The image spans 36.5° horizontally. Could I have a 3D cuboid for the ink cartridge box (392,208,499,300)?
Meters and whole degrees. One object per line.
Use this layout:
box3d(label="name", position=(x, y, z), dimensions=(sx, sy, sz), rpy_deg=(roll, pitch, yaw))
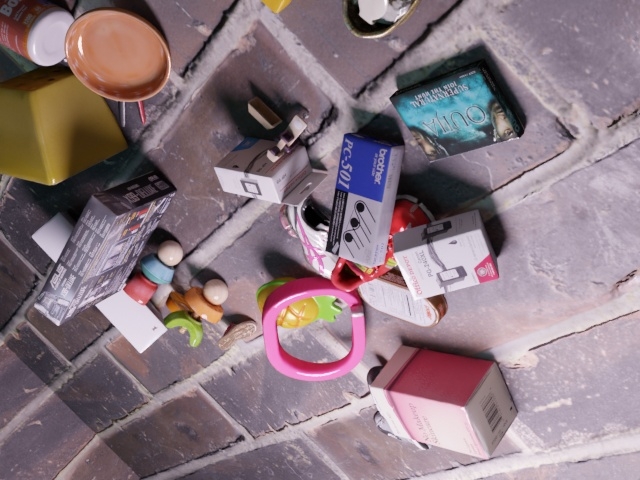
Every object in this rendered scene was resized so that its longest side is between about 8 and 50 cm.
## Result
box3d(label="ink cartridge box", position=(0.205, 0.026, 1.592), dimensions=(0.150, 0.063, 0.109), rpy_deg=(-17, 122, 16))

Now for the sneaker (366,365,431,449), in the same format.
box3d(label="sneaker", position=(0.142, 0.364, 2.091), dimensions=(0.132, 0.086, 0.229), rpy_deg=(-10, 121, 54))

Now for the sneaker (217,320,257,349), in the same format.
box3d(label="sneaker", position=(-0.192, 0.213, 2.321), dimensions=(0.118, 0.067, 0.042), rpy_deg=(-31, 103, 25))

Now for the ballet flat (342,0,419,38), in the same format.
box3d(label="ballet flat", position=(0.118, -0.378, 1.239), dimensions=(0.123, 0.123, 0.348), rpy_deg=(41, 147, 2))

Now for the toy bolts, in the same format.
box3d(label="toy bolts", position=(-0.326, 0.103, 2.291), dimensions=(0.228, 0.158, 0.218), rpy_deg=(39, -171, -11))

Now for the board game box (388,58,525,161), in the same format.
box3d(label="board game box", position=(0.201, -0.189, 1.447), dimensions=(0.186, 0.026, 0.126), rpy_deg=(-12, 118, 52))

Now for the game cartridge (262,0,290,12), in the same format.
box3d(label="game cartridge", position=(-0.123, -0.524, 1.396), dimensions=(0.323, 0.053, 0.285), rpy_deg=(41, 147, -2))

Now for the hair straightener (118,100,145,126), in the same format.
box3d(label="hair straightener", position=(-0.397, -0.312, 1.884), dimensions=(0.230, 0.089, 0.047), rpy_deg=(92, 163, -50))

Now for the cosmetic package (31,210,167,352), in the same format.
box3d(label="cosmetic package", position=(-0.542, 0.095, 2.400), dimensions=(0.377, 0.097, 0.284), rpy_deg=(49, 171, -9))

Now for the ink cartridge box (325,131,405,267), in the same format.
box3d(label="ink cartridge box", position=(0.072, -0.068, 1.614), dimensions=(0.097, 0.046, 0.207), rpy_deg=(19, 109, 32))

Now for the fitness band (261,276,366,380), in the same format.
box3d(label="fitness band", position=(-0.013, 0.186, 1.972), dimensions=(0.209, 0.054, 0.291), rpy_deg=(-5, 136, 0))

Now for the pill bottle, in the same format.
box3d(label="pill bottle", position=(-0.603, -0.441, 1.926), dimensions=(0.216, 0.121, 0.121), rpy_deg=(29, 145, 20))

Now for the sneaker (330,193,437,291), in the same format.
box3d(label="sneaker", position=(0.106, 0.020, 1.697), dimensions=(0.107, 0.118, 0.279), rpy_deg=(43, 144, -1))

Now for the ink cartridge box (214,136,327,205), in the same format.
box3d(label="ink cartridge box", position=(-0.089, -0.127, 1.756), dimensions=(0.180, 0.104, 0.060), rpy_deg=(13, 136, 37))

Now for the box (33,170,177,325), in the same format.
box3d(label="box", position=(-0.455, 0.014, 2.066), dimensions=(0.076, 0.242, 0.307), rpy_deg=(38, 116, 8))

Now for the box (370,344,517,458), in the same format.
box3d(label="box", position=(0.239, 0.311, 1.886), dimensions=(0.232, 0.127, 0.149), rpy_deg=(4, 131, 44))

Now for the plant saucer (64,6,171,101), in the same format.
box3d(label="plant saucer", position=(-0.373, -0.348, 1.800), dimensions=(0.199, 0.037, 0.200), rpy_deg=(5, 134, 5))

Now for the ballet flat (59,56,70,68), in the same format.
box3d(label="ballet flat", position=(-0.579, -0.402, 2.004), dimensions=(0.173, 0.057, 0.049), rpy_deg=(31, 150, 19))

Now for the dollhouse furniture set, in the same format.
box3d(label="dollhouse furniture set", position=(-0.080, -0.213, 1.682), dimensions=(0.114, 0.091, 0.081), rpy_deg=(44, 132, 3))

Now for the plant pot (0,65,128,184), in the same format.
box3d(label="plant pot", position=(-0.569, -0.255, 2.042), dimensions=(0.212, 0.212, 0.187), rpy_deg=(13, 125, 38))

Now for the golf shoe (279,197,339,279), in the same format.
box3d(label="golf shoe", position=(0.000, 0.000, 1.839), dimensions=(0.186, 0.067, 0.086), rpy_deg=(52, 145, -13))

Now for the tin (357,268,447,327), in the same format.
box3d(label="tin", position=(0.150, 0.105, 1.832), dimensions=(0.189, 0.040, 0.106), rpy_deg=(19, 144, 33))

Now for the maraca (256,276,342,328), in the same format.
box3d(label="maraca", position=(-0.047, 0.130, 2.015), dimensions=(0.185, 0.099, 0.127), rpy_deg=(-1, 135, 22))
